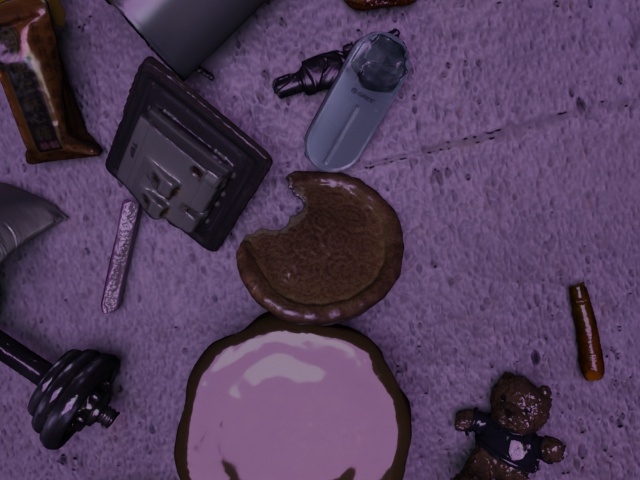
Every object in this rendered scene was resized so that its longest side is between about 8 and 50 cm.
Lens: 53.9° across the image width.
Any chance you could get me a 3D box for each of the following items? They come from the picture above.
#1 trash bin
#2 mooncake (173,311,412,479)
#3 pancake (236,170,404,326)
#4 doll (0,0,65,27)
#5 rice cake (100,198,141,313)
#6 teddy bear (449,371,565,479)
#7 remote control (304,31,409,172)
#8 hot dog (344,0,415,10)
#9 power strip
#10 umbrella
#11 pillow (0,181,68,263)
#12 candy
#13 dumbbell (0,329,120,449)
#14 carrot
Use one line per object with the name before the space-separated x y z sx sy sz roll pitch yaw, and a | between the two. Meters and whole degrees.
trash bin | -0.200 -0.423 0.996 0.262 0.217 0.277 -43 117 2
mooncake | -0.042 0.296 1.030 0.378 0.201 0.379 0 87 0
pancake | 0.000 0.000 1.018 0.288 0.033 0.286 -15 64 -18
doll | -0.609 -0.377 1.046 0.362 0.145 0.200 -6 96 8
rice cake | -0.348 0.030 1.097 0.036 0.047 0.207 13 93 -5
teddy bear | 0.304 0.349 1.054 0.181 0.129 0.251 19 74 21
remote control | 0.057 -0.227 1.046 0.104 0.052 0.247 25 108 -20
hot dog | 0.104 -0.441 1.065 0.147 0.065 0.099 -4 101 -1
power strip | -0.234 -0.117 1.013 0.251 0.092 0.257 43 132 5
umbrella | 0.032 -0.291 1.075 0.235 0.059 0.066 -19 74 0
pillow | -0.543 -0.006 1.015 0.144 0.254 0.078 33 127 -4
candy | -0.467 -0.253 1.027 0.143 0.101 0.271 -10 119 3
dumbbell | -0.509 0.185 1.040 0.406 0.179 0.179 33 92 0
carrot | 0.457 0.156 1.088 0.042 0.042 0.171 -11 89 1
